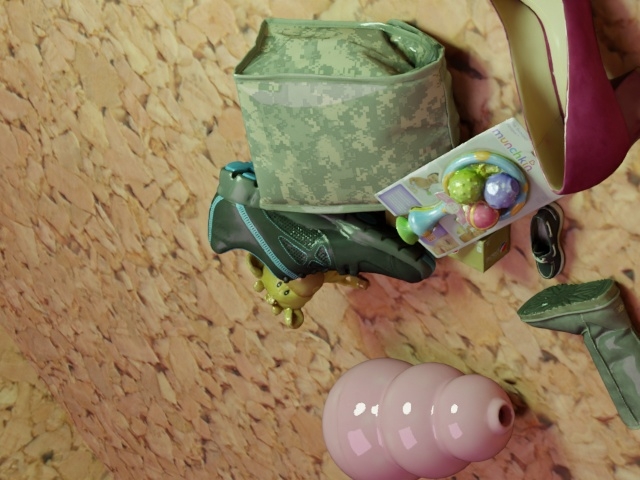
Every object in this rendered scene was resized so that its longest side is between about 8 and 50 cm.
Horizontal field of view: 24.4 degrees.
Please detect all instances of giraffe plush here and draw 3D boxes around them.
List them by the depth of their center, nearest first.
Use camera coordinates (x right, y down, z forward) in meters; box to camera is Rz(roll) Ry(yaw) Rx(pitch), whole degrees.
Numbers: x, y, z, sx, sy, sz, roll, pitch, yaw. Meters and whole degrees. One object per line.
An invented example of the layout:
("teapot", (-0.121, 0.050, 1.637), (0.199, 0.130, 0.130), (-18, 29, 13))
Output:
("giraffe plush", (-0.021, 0.032, 2.271), (0.181, 0.170, 0.210), (42, 146, 17))

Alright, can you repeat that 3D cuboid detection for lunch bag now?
("lunch bag", (0.052, -0.166, 1.987), (0.287, 0.169, 0.235), (5, 131, 18))

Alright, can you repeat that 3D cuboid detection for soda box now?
("soda box", (0.175, -0.026, 2.069), (0.181, 0.061, 0.058), (28, 140, 34))

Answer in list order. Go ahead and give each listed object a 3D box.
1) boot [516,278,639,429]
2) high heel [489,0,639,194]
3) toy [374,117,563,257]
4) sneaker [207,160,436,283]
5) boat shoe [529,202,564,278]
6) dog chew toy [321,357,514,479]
("boot", (0.378, 0.157, 1.992), (0.190, 0.076, 0.208), (-8, 121, 57))
("high heel", (0.234, -0.238, 1.682), (0.377, 0.181, 0.127), (52, 148, 2))
("toy", (0.196, -0.051, 1.921), (0.237, 0.056, 0.137), (-27, 120, 38))
("sneaker", (0.000, 0.000, 2.162), (0.341, 0.125, 0.139), (21, 109, 3))
("boat shoe", (0.298, 0.006, 1.966), (0.046, 0.038, 0.125), (31, 142, 31))
("dog chew toy", (0.158, 0.276, 2.266), (0.332, 0.206, 0.206), (-11, 112, 46))
